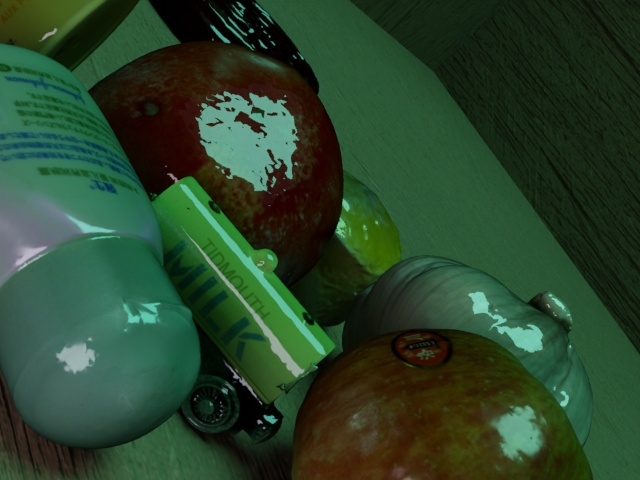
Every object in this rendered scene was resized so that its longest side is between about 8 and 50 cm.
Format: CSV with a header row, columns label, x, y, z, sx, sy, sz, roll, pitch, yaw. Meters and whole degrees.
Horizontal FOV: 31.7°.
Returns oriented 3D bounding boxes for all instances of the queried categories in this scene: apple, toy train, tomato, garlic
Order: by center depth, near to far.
label,x,y,z,sx,sy,sz,roll,pitch,yaw
apple,0.116,0.212,1.026,0.277,0.250,0.309,53,17,-33
toy train,-0.099,0.062,1.039,0.253,0.157,0.105,50,18,4
tomato,-0.101,-0.098,1.192,0.338,0.143,0.338,17,49,-21
garlic,0.163,0.161,1.297,0.241,0.322,0.322,-17,62,-39

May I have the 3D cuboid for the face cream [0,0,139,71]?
label,x,y,z,sx,sy,sz,roll,pitch,yaw
face cream,-0.311,-0.264,1.150,0.179,0.218,0.218,46,17,-6

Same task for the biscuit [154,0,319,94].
label,x,y,z,sx,sy,sz,roll,pitch,yaw
biscuit,-0.153,-0.388,2.046,0.407,0.091,0.407,41,18,-16

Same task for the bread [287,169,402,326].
label,x,y,z,sx,sy,sz,roll,pitch,yaw
bread,0.003,-0.002,1.410,0.197,0.170,0.197,35,20,-15

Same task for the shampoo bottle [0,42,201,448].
label,x,y,z,sx,sy,sz,roll,pitch,yaw
shampoo bottle,-0.214,0.006,0.896,0.222,0.151,0.349,14,36,-52
